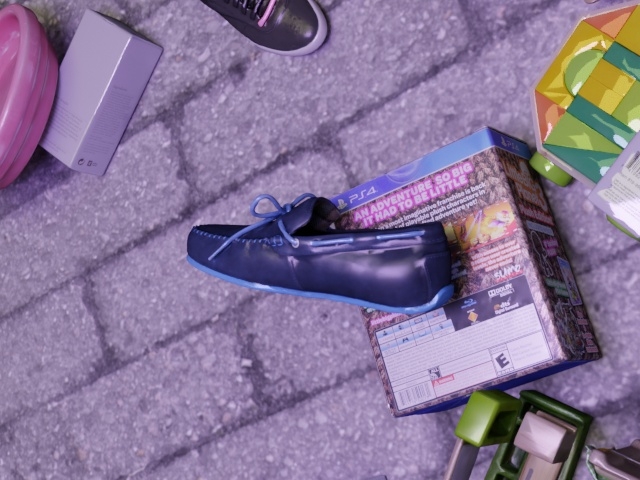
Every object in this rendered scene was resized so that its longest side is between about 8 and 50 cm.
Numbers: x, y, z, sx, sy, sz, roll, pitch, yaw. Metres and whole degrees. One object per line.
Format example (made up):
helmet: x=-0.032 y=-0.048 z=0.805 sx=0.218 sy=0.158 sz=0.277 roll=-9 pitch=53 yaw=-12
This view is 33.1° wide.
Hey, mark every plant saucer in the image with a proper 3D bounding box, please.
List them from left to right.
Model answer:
plant saucer: x=-0.514 y=-0.213 z=1.731 sx=0.332 sy=0.084 sz=0.332 roll=-29 pitch=51 yaw=45

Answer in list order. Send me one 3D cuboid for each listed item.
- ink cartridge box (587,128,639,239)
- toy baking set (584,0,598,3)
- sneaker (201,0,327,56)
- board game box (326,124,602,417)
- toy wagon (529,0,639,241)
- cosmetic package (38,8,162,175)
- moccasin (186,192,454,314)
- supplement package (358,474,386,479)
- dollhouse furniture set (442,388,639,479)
ink cartridge box: x=0.415 y=-0.080 z=1.148 sx=0.153 sy=0.087 sz=0.208 roll=44 pitch=108 yaw=25
toy baking set: x=0.402 y=-0.396 z=1.282 sx=0.197 sy=0.030 sz=0.256 roll=6 pitch=76 yaw=37
sneaker: x=-0.129 y=-0.358 z=1.537 sx=0.296 sy=0.147 sz=0.104 roll=38 pitch=103 yaw=27
board game box: x=0.174 y=0.044 z=1.326 sx=0.232 sy=0.141 sz=0.291 roll=-23 pitch=74 yaw=27
toy wagon: x=0.412 y=-0.131 z=1.243 sx=0.344 sy=0.068 sz=0.267 roll=40 pitch=106 yaw=27
cosmetic package: x=-0.355 y=-0.232 z=1.697 sx=0.117 sy=0.085 sz=0.231 roll=35 pitch=102 yaw=29
moccasin: x=0.000 y=0.000 z=1.285 sx=0.342 sy=0.138 sz=0.116 roll=7 pitch=105 yaw=21
supplement package: x=-0.007 y=0.459 z=1.363 sx=0.199 sy=0.198 sz=0.262 roll=-24 pitch=74 yaw=27
dollhouse furniture set: x=0.303 y=0.294 z=1.195 sx=0.302 sy=0.198 sz=0.151 roll=23 pitch=96 yaw=31
